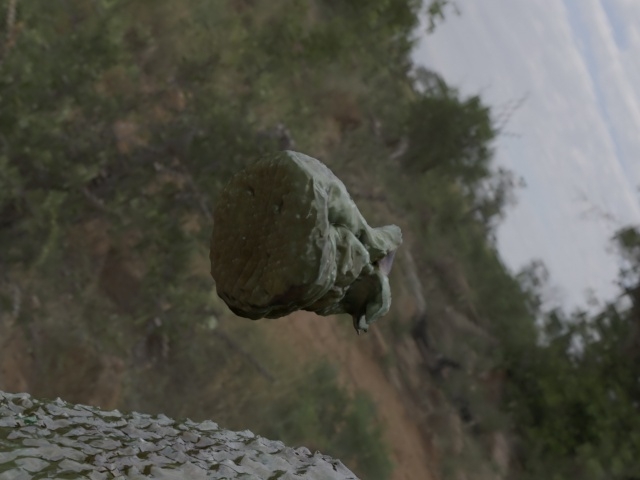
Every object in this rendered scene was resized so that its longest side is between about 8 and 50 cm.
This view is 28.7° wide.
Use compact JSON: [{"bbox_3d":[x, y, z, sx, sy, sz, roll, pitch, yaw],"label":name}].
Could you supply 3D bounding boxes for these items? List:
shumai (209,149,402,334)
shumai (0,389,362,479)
[{"bbox_3d":[0.000,0.000,0.579,0.080,0.083,0.082,-2,27,-46],"label":"shumai"},{"bbox_3d":[-0.142,0.276,0.771,0.397,0.324,0.324,14,1,43],"label":"shumai"}]
